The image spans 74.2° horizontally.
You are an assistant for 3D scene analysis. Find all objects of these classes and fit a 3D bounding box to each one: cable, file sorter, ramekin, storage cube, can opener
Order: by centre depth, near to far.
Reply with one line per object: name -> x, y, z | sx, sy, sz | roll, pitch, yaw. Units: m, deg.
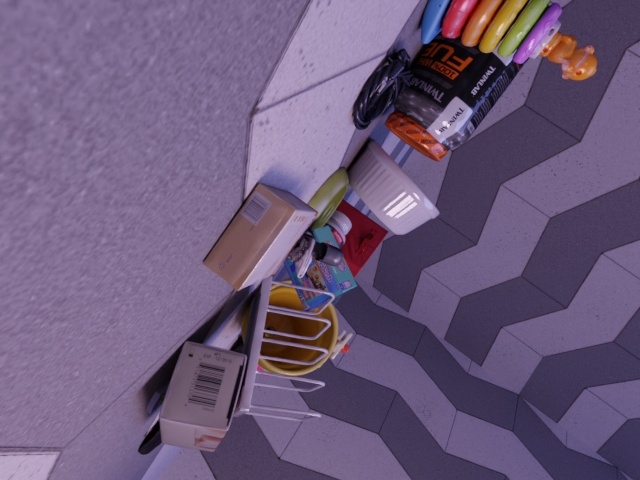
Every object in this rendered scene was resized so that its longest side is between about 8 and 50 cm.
cable -> 0.119, -0.272, 0.809 | 0.150, 0.047, 0.184 | -53, 174, 3
can opener -> -0.026, 0.017, 0.858 | 0.280, 0.093, 0.074 | -133, -115, -76
file sorter -> -0.082, 0.252, 0.946 | 0.192, 0.173, 0.277 | 122, -22, -60
ramekin -> 0.187, -0.135, 1.153 | 0.127, 0.272, 0.273 | -41, 177, 13
storage cube -> 0.075, 0.014, 1.397 | 0.183, 0.193, 0.215 | -50, 172, -30

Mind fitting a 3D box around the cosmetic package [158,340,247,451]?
cosmetic package -> -0.252, 0.341, 0.894 | 0.296, 0.129, 0.153 | 120, -17, -54

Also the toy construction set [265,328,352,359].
toy construction set -> -0.059, 0.303, 1.414 | 0.215, 0.328, 0.151 | -47, 155, -25

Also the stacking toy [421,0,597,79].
stacking toy -> 0.350, -0.378, 0.740 | 0.165, 0.302, 0.175 | -50, 172, -28

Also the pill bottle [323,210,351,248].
pill bottle -> 0.008, 0.000, 1.220 | 0.180, 0.108, 0.108 | -51, 173, -25

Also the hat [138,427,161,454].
hat -> -0.371, 0.533, 1.262 | 0.331, 0.134, 0.331 | -51, 174, -8

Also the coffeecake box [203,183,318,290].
coffeecake box -> -0.084, -0.008, 0.672 | 0.142, 0.068, 0.185 | -54, 174, 7

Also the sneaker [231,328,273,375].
sneaker -> -0.211, 0.377, 1.601 | 0.483, 0.186, 0.202 | 39, 65, -84

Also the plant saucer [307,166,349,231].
plant saucer -> 0.004, -0.079, 1.084 | 0.240, 0.037, 0.241 | -52, 174, -8

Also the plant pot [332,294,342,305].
plant pot -> -0.033, 0.216, 1.701 | 0.290, 0.196, 0.290 | -52, 174, -7

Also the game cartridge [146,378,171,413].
game cartridge -> -0.344, 0.335, 0.903 | 0.083, 0.017, 0.056 | -57, 169, 33

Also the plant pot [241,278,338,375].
plant pot -> -0.113, 0.253, 1.208 | 0.254, 0.254, 0.239 | -50, -172, -28

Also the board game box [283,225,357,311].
board game box -> -0.010, 0.077, 1.052 | 0.047, 0.159, 0.210 | -18, 169, -32

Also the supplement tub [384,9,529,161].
supplement tub -> 0.313, -0.367, 0.978 | 0.337, 0.207, 0.207 | -55, 174, 10
